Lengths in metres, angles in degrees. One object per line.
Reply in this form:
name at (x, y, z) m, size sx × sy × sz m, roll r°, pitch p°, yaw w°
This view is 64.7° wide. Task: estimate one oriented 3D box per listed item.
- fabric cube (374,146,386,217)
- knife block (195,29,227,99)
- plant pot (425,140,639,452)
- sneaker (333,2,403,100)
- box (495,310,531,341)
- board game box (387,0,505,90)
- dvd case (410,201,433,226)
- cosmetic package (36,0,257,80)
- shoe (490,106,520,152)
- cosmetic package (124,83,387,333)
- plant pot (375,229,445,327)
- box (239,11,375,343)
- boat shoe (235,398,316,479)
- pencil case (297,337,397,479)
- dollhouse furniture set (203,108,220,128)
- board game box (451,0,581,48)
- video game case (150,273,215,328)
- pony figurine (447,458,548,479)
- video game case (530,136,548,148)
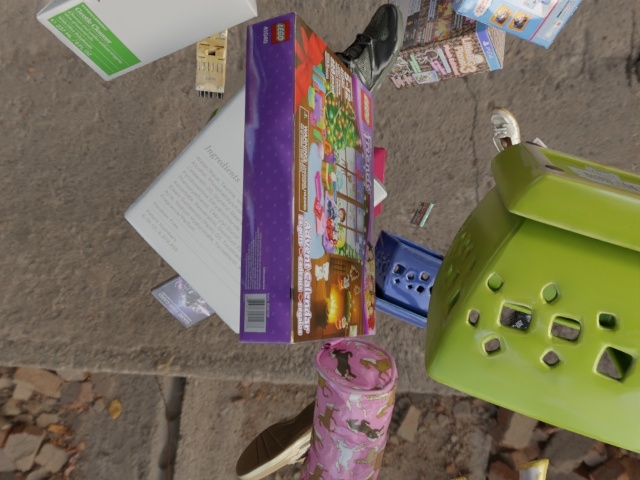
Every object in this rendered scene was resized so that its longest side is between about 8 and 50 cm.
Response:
fabric cube at (0.038, -0.173, 1.650) m, size 0.254 × 0.258 × 0.259 m, roll 22°, pitch 132°, yaw 29°
knife block at (-0.344, -0.577, 1.605) m, size 0.088 × 0.242 × 0.276 m, roll 3°, pitch 126°, yaw -12°
plant pot at (0.247, 0.032, 0.502) m, size 0.228 × 0.227 × 0.207 m, roll 18°, pitch 113°, yaw 8°
sneaker at (0.067, -0.344, 0.949) m, size 0.087 × 0.130 × 0.228 m, roll 47°, pitch 117°, yaw 42°
box at (0.303, 0.134, 0.805) m, size 0.067 × 0.083 × 0.018 m, roll -33°, pitch 80°, yaw 5°
board game box at (0.320, -0.553, 1.319) m, size 0.290 × 0.141 × 0.232 m, roll -2°, pitch 66°, yaw 34°
dvd case at (0.352, -0.092, 1.766) m, size 0.013 × 0.119 × 0.087 m, roll 26°, pitch 93°, yaw -9°
cosmetic package at (-0.329, -0.485, 0.980) m, size 0.365 × 0.197 × 0.155 m, roll -16°, pitch 63°, yaw 16°
shoe at (0.590, -0.321, 1.595) m, size 0.058 × 0.076 × 0.219 m, roll -54°, pitch 124°, yaw -30°
cosmetic package at (-0.110, -0.084, 1.069) m, size 0.393 × 0.329 × 0.327 m, roll -44°, pitch 90°, yaw 10°
plant pot at (0.264, 0.120, 1.521) m, size 0.235 × 0.236 × 0.212 m, roll 24°, pitch 98°, yaw -9°
box at (-0.002, -0.046, 0.524) m, size 0.057 × 0.201 × 0.294 m, roll -4°, pitch 82°, yaw 25°
boat shoe at (-0.056, 0.527, 1.307) m, size 0.341 × 0.121 × 0.110 m, roll -31°, pitch 111°, yaw -4°
pencil case at (0.047, 0.375, 0.997) m, size 0.167 × 0.160 × 0.386 m, roll 10°, pitch 118°, yaw 2°
dollhouse furniture set at (-0.325, -0.446, 1.818) m, size 0.151 × 0.197 × 0.302 m, roll 33°, pitch 67°, yaw -28°
board game box at (0.362, -0.446, 0.883) m, size 0.211 × 0.039 × 0.160 m, roll 10°, pitch 134°, yaw -22°
video game case at (-0.381, 0.162, 1.650) m, size 0.274 × 0.026 × 0.196 m, roll -29°, pitch 124°, yaw 6°
pony figurine at (0.268, 0.563, 0.775) m, size 0.350 × 0.303 × 0.364 m, roll -6°, pitch 65°, yaw -16°
video game case at (0.507, -0.094, 1.155) m, size 0.204 × 0.025 × 0.285 m, roll 46°, pitch 56°, yaw -1°
